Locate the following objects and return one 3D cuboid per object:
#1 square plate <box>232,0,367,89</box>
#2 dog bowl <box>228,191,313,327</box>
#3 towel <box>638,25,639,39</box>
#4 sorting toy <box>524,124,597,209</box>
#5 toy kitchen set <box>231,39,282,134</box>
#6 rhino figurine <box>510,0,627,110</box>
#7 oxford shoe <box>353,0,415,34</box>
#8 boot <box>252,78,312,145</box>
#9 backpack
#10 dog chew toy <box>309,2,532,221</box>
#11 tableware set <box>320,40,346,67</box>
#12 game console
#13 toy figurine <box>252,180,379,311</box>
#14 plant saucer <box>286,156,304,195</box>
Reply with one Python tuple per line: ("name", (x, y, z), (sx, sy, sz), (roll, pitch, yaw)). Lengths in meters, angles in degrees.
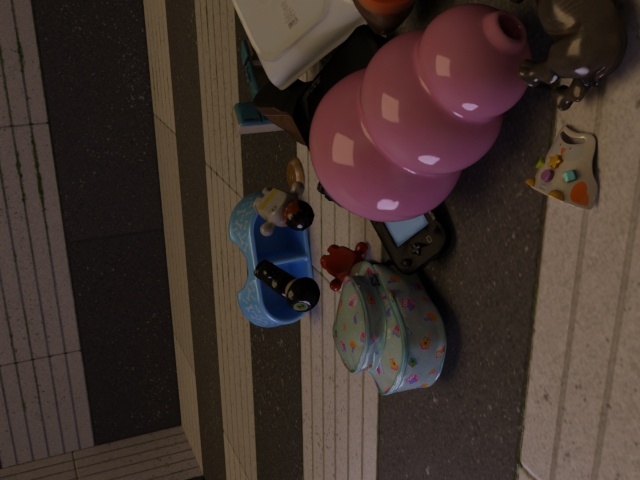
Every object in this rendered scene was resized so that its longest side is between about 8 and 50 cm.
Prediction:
("square plate", (-0.074, -0.453, 1.243), (0.347, 0.049, 0.343), (-20, 94, 59))
("dog bowl", (-0.097, 0.042, 1.621), (0.074, 0.166, 0.297), (1, 100, 57))
("towel", (0.367, -0.067, 0.520), (0.324, 0.056, 0.311), (156, 103, -68))
("sorting toy", (0.262, -0.083, 0.817), (0.083, 0.045, 0.075), (43, 118, 58))
("toy kitchen set", (-0.124, -0.351, 1.562), (0.166, 0.122, 0.207), (127, 130, -62))
("rhino figurine", (0.237, -0.259, 0.748), (0.106, 0.073, 0.243), (155, 106, -66))
("oxford shoe", (0.061, -0.461, 1.049), (0.132, 0.130, 0.363), (98, 169, -79))
("boot", (0.001, -0.221, 1.375), (0.115, 0.112, 0.305), (49, 167, -35))
("backpack", (0.105, 0.138, 1.161), (0.188, 0.145, 0.165), (55, 142, 43))
("dog chew toy", (0.124, -0.158, 0.923), (0.332, 0.207, 0.206), (-42, 59, 53))
("tableware set", (0.034, -0.344, 1.305), (0.104, 0.024, 0.154), (65, 153, 27))
("game console", (0.090, -0.127, 1.145), (0.213, 0.044, 0.361), (-45, 63, 39))
("toy figurine", (0.000, 0.000, 1.279), (0.148, 0.213, 0.209), (27, 121, 53))
("plant saucer", (-0.056, -0.136, 1.627), (0.083, 0.015, 0.083), (171, 90, -69))
